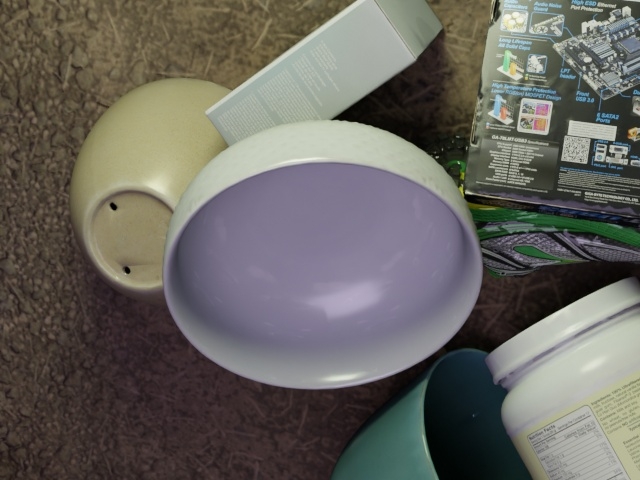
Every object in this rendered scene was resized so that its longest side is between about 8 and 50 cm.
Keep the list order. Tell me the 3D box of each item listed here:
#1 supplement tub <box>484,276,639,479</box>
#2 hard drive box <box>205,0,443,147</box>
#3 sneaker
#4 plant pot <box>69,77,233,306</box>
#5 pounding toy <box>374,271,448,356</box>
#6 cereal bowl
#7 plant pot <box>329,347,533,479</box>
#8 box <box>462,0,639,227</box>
[{"bbox_3d":[0.347,0.228,1.443,0.235,0.235,0.325,-33,76,23],"label":"supplement tub"},{"bbox_3d":[0.009,-0.190,1.441,0.232,0.181,0.089,-32,99,22],"label":"hard drive box"},{"bbox_3d":[0.264,-0.025,1.484,0.343,0.134,0.146,11,131,11],"label":"sneaker"},{"bbox_3d":[-0.184,-0.033,1.545,0.284,0.191,0.284,5,112,12],"label":"plant pot"},{"bbox_3d":[0.113,0.092,1.560,0.100,0.130,0.141,18,110,15],"label":"pounding toy"},{"bbox_3d":[0.000,0.000,1.386,0.338,0.141,0.339,-2,134,-2],"label":"cereal bowl"},{"bbox_3d":[0.146,0.313,1.551,0.293,0.293,0.235,48,125,-6],"label":"plant pot"},{"bbox_3d":[0.315,-0.166,1.365,0.295,0.073,0.294,8,82,10],"label":"box"}]
